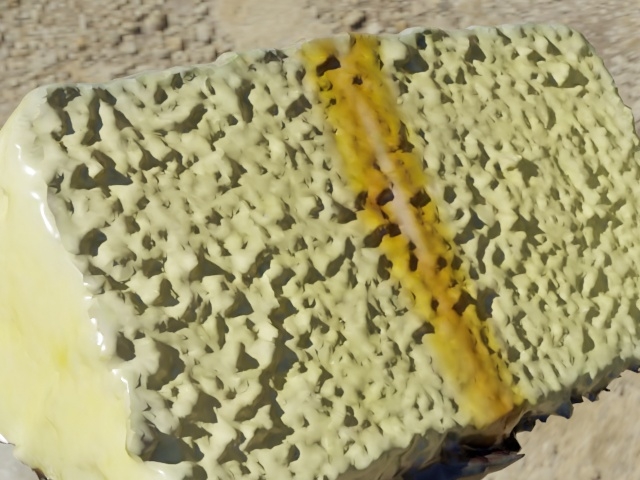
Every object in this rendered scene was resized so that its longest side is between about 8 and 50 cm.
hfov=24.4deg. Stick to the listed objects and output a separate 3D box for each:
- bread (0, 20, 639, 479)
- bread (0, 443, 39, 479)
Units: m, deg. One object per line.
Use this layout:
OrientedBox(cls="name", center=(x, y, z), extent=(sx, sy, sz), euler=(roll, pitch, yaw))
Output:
OrientedBox(cls="bread", center=(0.000, 0.000, 0.508), extent=(0.178, 0.266, 0.141), euler=(9, 105, 44))
OrientedBox(cls="bread", center=(-0.118, 0.096, 0.627), extent=(0.102, 0.337, 0.183), euler=(58, 155, -15))
